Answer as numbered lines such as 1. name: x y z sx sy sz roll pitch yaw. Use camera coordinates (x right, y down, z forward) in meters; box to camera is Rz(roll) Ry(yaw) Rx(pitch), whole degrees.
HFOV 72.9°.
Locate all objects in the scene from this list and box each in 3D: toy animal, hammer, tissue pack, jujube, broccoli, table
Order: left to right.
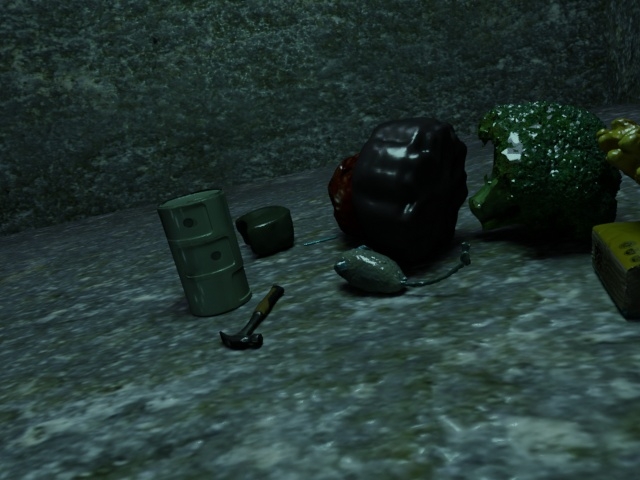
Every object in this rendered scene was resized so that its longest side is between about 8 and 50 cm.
1. table: -0.221 0.020 0.836 0.127 0.219 0.126 -11 17 3
2. hammer: -0.110 0.127 0.755 0.078 0.021 0.201 -7 17 15
3. jujube: 0.119 -0.110 1.051 0.213 0.212 0.232 -13 16 -3
4. toy animal: 0.127 0.053 0.737 0.253 0.079 0.070 -1 41 37
5. broccoli: 0.407 -0.122 0.822 0.275 0.307 0.308 -36 1 35
6. tissue pack: 0.448 0.031 0.578 0.120 0.082 0.169 -3 19 20

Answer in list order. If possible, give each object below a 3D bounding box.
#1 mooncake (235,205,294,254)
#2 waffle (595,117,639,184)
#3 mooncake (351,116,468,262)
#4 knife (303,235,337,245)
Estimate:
1. mooncake: -0.151 -0.025 1.150 0.169 0.104 0.175 -5 20 11
2. waffle: 0.517 -0.088 0.619 0.293 0.069 0.259 -9 53 -49
3. mooncake: 0.188 -0.095 0.845 0.141 0.282 0.283 10 27 41
4. knife: 0.000 0.000 1.128 0.091 0.005 0.014 -13 18 -7
